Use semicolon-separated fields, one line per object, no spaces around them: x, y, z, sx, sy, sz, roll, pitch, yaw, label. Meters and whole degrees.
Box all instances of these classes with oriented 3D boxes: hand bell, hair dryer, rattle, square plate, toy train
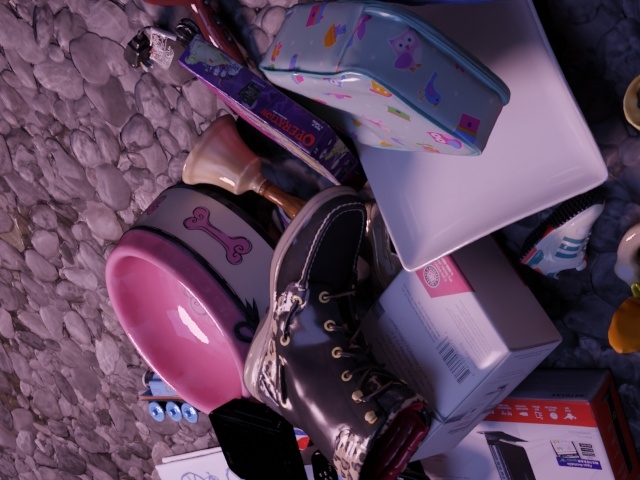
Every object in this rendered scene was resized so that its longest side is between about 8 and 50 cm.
-0.075;-0.074;1.667;0.242;0.126;0.126;34;135;11;hand bell
-0.167;-0.336;1.609;0.223;0.080;0.293;23;138;3;hair dryer
0.422;0.025;1.345;0.130;0.143;0.200;54;144;16;rattle
0.171;-0.174;1.396;0.344;0.049;0.347;-28;80;45;square plate
-0.270;0.285;2.103;0.184;0.080;0.105;-6;106;42;toy train

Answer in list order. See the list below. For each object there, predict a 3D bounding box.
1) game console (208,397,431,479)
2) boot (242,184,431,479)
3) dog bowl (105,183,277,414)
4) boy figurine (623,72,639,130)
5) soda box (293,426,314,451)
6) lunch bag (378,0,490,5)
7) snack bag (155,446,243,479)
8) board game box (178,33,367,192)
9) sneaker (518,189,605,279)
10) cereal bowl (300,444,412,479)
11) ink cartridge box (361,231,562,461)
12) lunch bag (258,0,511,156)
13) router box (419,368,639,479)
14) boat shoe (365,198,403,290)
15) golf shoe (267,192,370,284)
0.005;0.350;1.725;0.361;0.044;0.213;11;143;19;game console
0.039;0.144;1.519;0.284;0.138;0.377;44;124;37;boot
-0.187;0.117;1.807;0.408;0.150;0.408;33;143;29;dog bowl
0.428;-0.225;1.186;0.177;0.092;0.285;58;135;19;boy figurine
-0.031;0.329;1.957;0.053;0.060;0.169;27;133;14;soda box
0.131;-0.368;1.219;0.303;0.243;0.115;11;140;24;lunch bag
-0.150;0.562;2.231;0.323;0.037;0.342;-23;103;45;snack bag
-0.049;-0.156;1.476;0.208;0.347;0.056;40;92;13;board game box
0.334;-0.004;1.457;0.075;0.057;0.161;33;135;-9;sneaker
0.075;0.481;1.915;0.339;0.141;0.339;16;125;24;cereal bowl
0.172;0.148;1.559;0.283;0.117;0.207;-54;54;38;ink cartridge box
0.072;-0.184;1.284;0.224;0.108;0.279;27;175;-31;lunch bag
0.313;0.338;1.682;0.335;0.082;0.301;-5;116;40;router box
0.114;0.018;1.626;0.059;0.063;0.170;-2;117;45;boat shoe
0.000;0.000;1.698;0.186;0.067;0.086;33;132;16;golf shoe
